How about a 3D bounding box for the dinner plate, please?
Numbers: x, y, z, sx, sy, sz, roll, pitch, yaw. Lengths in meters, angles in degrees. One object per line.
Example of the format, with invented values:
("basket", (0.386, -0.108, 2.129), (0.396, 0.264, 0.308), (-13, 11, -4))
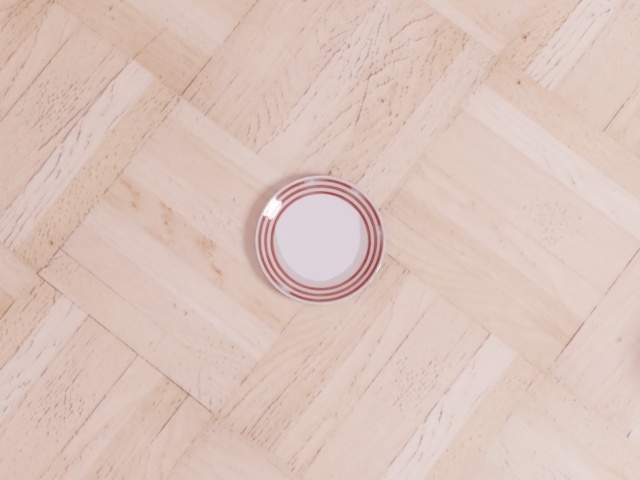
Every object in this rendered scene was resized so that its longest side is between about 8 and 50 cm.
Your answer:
("dinner plate", (0.000, 0.000, 1.413), (0.141, 0.017, 0.141), (0, 83, 2))
